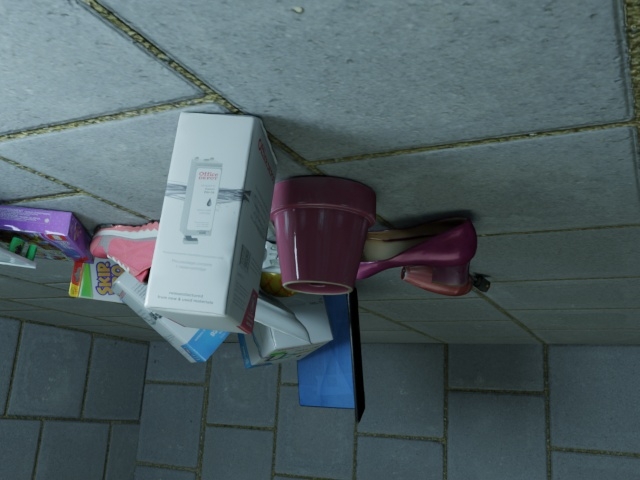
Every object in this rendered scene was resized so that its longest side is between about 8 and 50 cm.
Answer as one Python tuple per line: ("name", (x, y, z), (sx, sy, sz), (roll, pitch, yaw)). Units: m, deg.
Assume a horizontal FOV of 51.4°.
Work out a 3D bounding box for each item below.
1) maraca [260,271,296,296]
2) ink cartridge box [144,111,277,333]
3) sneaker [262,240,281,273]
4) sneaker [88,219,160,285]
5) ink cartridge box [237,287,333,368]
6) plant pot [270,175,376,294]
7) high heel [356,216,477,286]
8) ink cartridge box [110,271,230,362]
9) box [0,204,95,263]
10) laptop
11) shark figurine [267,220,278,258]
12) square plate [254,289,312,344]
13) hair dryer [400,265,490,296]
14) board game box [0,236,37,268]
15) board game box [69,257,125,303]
("maraca", (-0.129, 0.095, 1.772), (0.185, 0.099, 0.127), (12, 149, 6))
("ink cartridge box", (-0.149, -0.018, 0.980), (0.117, 0.283, 0.207), (6, 166, 6))
("sneaker", (-0.079, 0.045, 1.623), (0.232, 0.090, 0.115), (11, 173, 7))
("sneaker", (-0.426, 0.035, 1.531), (0.313, 0.136, 0.116), (-6, 162, 32))
("ink cartridge box", (-0.120, 0.257, 2.043), (0.198, 0.197, 0.270), (-5, 160, -27))
("plant pot", (0.000, 0.000, 1.213), (0.201, 0.180, 0.201), (4, 166, 1))
("high heel", (0.134, -0.008, 1.388), (0.377, 0.127, 0.181), (5, 137, 12))
("ink cartridge box", (-0.402, 0.182, 1.794), (0.307, 0.129, 0.223), (44, 159, -8))
("box", (-0.658, -0.011, 1.563), (0.200, 0.057, 0.293), (7, 165, -6))
("laptop", (0.008, 0.343, 2.056), (0.236, 0.382, 0.408), (-5, 174, 6))
("shark figurine", (-0.179, -0.051, 1.288), (0.116, 0.166, 0.278), (24, -161, 38))
("square plate", (-0.204, 0.133, 1.658), (0.347, 0.049, 0.344), (28, 177, -20))
("hair dryer", (0.308, 0.118, 1.792), (0.223, 0.080, 0.293), (-6, 162, 34))
("board game box", (-0.852, -0.041, 1.365), (0.389, 0.050, 0.390), (6, 163, 21))
("board game box", (-0.569, 0.115, 1.887), (0.259, 0.124, 0.039), (11, 170, -27))
